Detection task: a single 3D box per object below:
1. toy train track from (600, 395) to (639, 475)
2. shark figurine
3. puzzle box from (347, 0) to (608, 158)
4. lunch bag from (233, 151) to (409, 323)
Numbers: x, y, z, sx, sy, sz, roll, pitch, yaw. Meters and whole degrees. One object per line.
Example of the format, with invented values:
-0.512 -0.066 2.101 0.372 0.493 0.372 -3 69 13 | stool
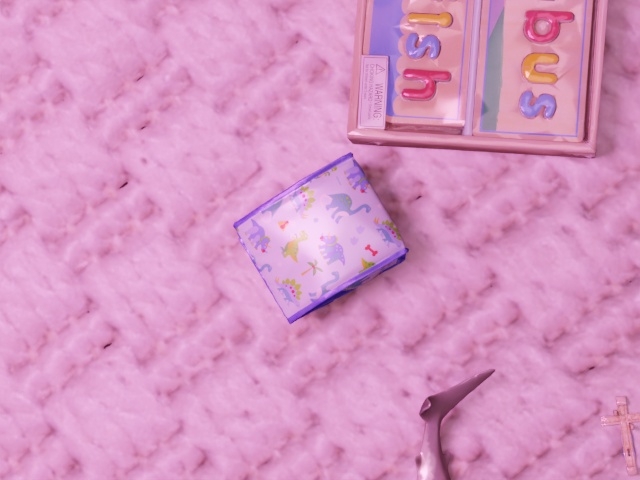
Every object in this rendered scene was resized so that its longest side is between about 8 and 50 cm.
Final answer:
0.324 0.207 1.347 0.048 0.014 0.083 -9 85 8 | toy train track
0.154 0.289 1.342 0.116 0.166 0.278 0 67 -16 | shark figurine
0.180 -0.298 1.387 0.272 0.052 0.408 4 86 8 | puzzle box
0.000 0.000 1.371 0.151 0.096 0.129 -30 82 -4 | lunch bag
